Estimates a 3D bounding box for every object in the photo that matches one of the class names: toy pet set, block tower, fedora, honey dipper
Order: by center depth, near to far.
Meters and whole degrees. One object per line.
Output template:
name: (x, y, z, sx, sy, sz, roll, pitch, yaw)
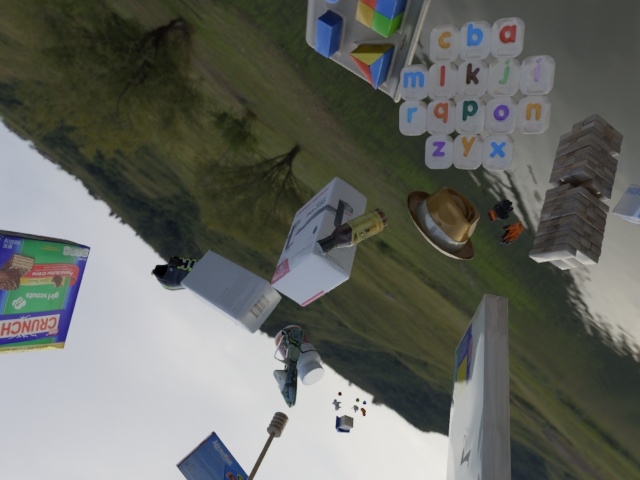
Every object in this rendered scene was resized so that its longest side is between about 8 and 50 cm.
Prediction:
honey dipper: (-0.098, 0.370, 0.802, 0.030, 0.030, 0.160, 42, -144, -7)
fedora: (0.264, -0.050, 0.941, 0.195, 0.079, 0.194, 25, -143, -21)
block tower: (0.543, -0.096, 0.975, 0.097, 0.335, 0.091, 31, 159, -14)
toy pet set: (0.089, 0.596, 1.587, 0.122, 0.065, 0.114, 28, -135, -21)

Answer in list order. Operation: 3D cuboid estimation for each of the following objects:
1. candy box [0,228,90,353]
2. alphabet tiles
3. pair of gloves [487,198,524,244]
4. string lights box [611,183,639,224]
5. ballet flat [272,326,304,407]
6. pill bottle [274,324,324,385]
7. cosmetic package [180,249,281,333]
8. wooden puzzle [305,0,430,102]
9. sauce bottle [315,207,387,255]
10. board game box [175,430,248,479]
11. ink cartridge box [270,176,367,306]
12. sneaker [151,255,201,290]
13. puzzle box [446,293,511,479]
candy box: (-0.820, 0.143, 1.275, 0.122, 0.316, 0.268, 15, 179, 24)
alphabet tiles: (0.297, -0.279, 0.908, 0.284, 0.277, 0.021, 5, -164, 24)
pair of gloves: (0.362, -0.036, 0.905, 0.010, 0.074, 0.083, -15, 104, 60)
string lights box: (0.744, -0.022, 0.919, 0.260, 0.076, 0.133, 30, -166, 11)
ballet flat: (-0.082, 0.297, 1.100, 0.070, 0.070, 0.188, 39, -133, -46)
pill bottle: (-0.054, 0.302, 1.218, 0.086, 0.086, 0.152, 39, -172, -47)
cosmetic package: (-0.221, 0.121, 1.132, 0.231, 0.117, 0.085, 23, 156, 39)
wooden puzzle: (0.079, -0.525, 1.100, 0.348, 0.080, 0.322, 41, 156, 17)
sauce bottle: (0.052, -0.012, 0.780, 0.042, 0.128, 0.042, 54, 162, 28)
board game box: (-0.309, 0.756, 1.448, 0.281, 0.145, 0.027, 57, 152, -8)
ink cartridge box: (0.000, 0.000, 0.937, 0.092, 0.159, 0.217, 35, -134, -18)
sneaker: (-0.391, 0.087, 1.321, 0.097, 0.235, 0.084, 52, -148, -37)
puzzle box: (0.329, 0.350, 0.975, 0.052, 0.408, 0.272, 12, 141, 8)
